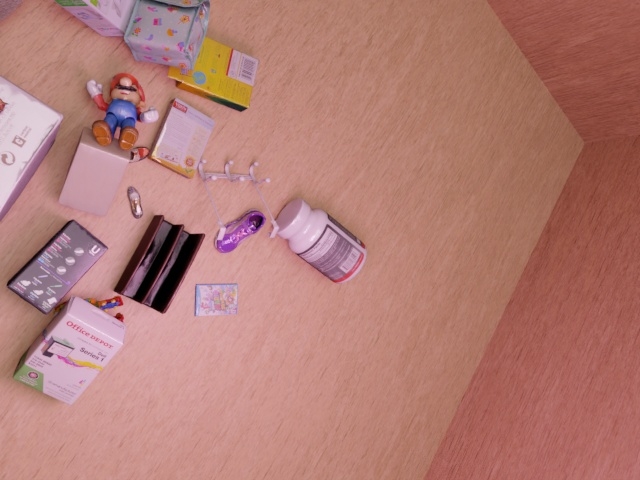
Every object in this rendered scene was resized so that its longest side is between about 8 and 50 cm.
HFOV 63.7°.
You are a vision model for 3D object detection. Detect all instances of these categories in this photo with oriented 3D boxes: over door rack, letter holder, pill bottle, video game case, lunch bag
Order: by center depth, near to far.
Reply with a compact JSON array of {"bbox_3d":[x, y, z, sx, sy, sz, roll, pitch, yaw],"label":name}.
[{"bbox_3d":[-0.506,-0.734,1.736,0.223,0.160,0.263,12,76,2],"label":"lunch bag"},{"bbox_3d":[-0.545,0.077,1.760,0.152,0.214,0.302,32,75,-28],"label":"letter holder"},{"bbox_3d":[-0.293,-0.165,1.892,0.239,0.108,0.325,-2,60,-35],"label":"over door rack"},{"bbox_3d":[-0.396,0.226,1.970,0.166,0.015,0.119,2,90,-31],"label":"video game case"},{"bbox_3d":[0.000,0.000,2.094,0.363,0.210,0.210,39,72,-25],"label":"pill bottle"}]

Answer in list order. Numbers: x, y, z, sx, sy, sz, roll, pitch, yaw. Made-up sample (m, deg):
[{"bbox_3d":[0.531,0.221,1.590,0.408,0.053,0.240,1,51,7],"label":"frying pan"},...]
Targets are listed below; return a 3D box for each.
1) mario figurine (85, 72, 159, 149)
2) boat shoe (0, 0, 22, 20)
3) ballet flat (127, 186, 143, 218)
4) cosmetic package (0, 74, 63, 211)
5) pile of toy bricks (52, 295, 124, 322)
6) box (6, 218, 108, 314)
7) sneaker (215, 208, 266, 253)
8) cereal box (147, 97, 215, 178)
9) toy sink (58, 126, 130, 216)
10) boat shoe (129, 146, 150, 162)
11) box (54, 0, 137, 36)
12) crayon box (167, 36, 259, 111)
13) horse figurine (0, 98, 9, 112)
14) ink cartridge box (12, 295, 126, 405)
[{"bbox_3d":[-0.642,-0.446,1.660,0.198,0.170,0.321,40,27,-40],"label":"mario figurine"},{"bbox_3d":[-1.043,-0.660,1.452,0.500,0.187,0.156,-40,105,-11],"label":"boat shoe"},{"bbox_3d":[-0.643,-0.133,1.801,0.041,0.041,0.115,-15,98,-30],"label":"ballet flat"},{"bbox_3d":[-0.951,-0.269,1.404,0.327,0.393,0.330,33,75,-26],"label":"cosmetic package"},{"bbox_3d":[-0.753,0.233,1.707,0.212,0.105,0.118,-14,115,-9],"label":"pile of toy bricks"},{"bbox_3d":[-0.824,0.079,1.620,0.143,0.165,0.270,46,69,-23],"label":"box"},{"bbox_3d":[-0.299,-0.039,1.974,0.236,0.104,0.095,-42,112,-23],"label":"sneaker"},{"bbox_3d":[-0.501,-0.368,1.870,0.173,0.047,0.240,28,75,-36],"label":"cereal box"},{"bbox_3d":[-0.731,-0.221,1.672,0.152,0.131,0.234,18,118,-29],"label":"toy sink"},{"bbox_3d":[-0.655,-0.296,1.789,0.137,0.043,0.049,-22,100,-31],"label":"boat shoe"},{"bbox_3d":[-0.698,-0.829,1.644,0.231,0.126,0.262,24,75,-70],"label":"box"},{"bbox_3d":[-0.402,-0.632,1.915,0.318,0.081,0.203,16,82,-31],"label":"crayon box"},{"bbox_3d":[-0.889,-0.312,1.176,0.263,0.066,0.175,28,82,-30],"label":"horse figurine"},{"bbox_3d":[-0.780,0.346,1.621,0.201,0.117,0.278,39,97,-26],"label":"ink cartridge box"}]
